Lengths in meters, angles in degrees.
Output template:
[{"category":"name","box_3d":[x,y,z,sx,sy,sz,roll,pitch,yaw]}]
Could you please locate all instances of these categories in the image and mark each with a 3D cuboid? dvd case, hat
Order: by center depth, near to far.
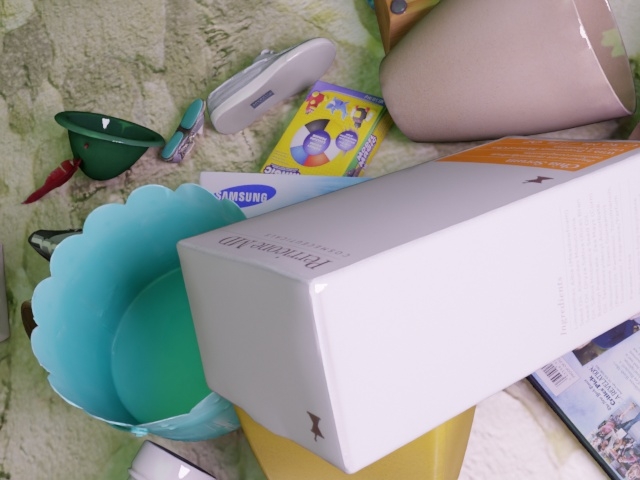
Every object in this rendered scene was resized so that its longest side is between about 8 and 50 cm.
[{"category":"dvd case","box_3d":[0.367,0.127,0.831,0.253,0.022,0.180,-39,65,4]},{"category":"hat","box_3d":[-0.363,-0.102,1.275,0.208,0.173,0.183,36,114,52]}]

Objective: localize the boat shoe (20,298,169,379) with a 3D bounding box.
[{"category":"boat shoe","box_3d":[-0.290,0.141,1.089,0.303,0.109,0.098,15,32,28]}]

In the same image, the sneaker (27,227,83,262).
[{"category":"sneaker","box_3d":[-0.324,-0.001,1.193,0.229,0.086,0.132,20,67,20]}]

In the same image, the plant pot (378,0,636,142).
[{"category":"plant pot","box_3d":[0.223,-0.231,1.005,0.274,0.256,0.256,-20,55,31]}]

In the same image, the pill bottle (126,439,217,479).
[{"category":"pill bottle","box_3d":[-0.221,0.359,0.911,0.131,0.131,0.229,20,72,30]}]

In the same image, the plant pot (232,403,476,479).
[{"category":"plant pot","box_3d":[0.056,0.199,0.822,0.212,0.187,0.212,0,19,23]}]

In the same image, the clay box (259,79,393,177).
[{"category":"clay box","box_3d":[-0.001,-0.118,1.130,0.128,0.053,0.222,21,72,29]}]

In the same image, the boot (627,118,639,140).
[{"category":"boot","box_3d":[0.454,-0.154,0.931,0.115,0.112,0.305,30,69,17]}]

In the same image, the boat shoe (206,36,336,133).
[{"category":"boat shoe","box_3d":[-0.085,-0.260,1.228,0.228,0.079,0.081,-33,60,7]}]

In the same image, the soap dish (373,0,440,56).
[{"category":"soap dish","box_3d":[0.209,-0.405,1.134,0.291,0.118,0.228,-15,70,14]}]

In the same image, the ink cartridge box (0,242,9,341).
[{"category":"ink cartridge box","box_3d":[-0.638,0.056,1.171,0.197,0.270,0.198,-25,56,7]}]

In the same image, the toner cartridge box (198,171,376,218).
[{"category":"toner cartridge box","box_3d":[0.000,0.000,1.018,0.348,0.075,0.165,4,87,25]}]

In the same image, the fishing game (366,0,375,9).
[{"category":"fishing game","box_3d":[0.158,-0.421,1.242,0.264,0.041,0.189,21,80,25]}]

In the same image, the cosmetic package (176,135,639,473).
[{"category":"cosmetic package","box_3d":[0.123,0.023,0.758,0.454,0.161,0.230,-20,19,-32]}]

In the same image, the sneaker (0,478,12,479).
[{"category":"sneaker","box_3d":[-0.397,0.391,0.967,0.091,0.126,0.240,-46,55,5]}]

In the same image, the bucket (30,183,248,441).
[{"category":"bucket","box_3d":[-0.168,0.095,0.900,0.281,0.183,0.281,-4,63,8]}]

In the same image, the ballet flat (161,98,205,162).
[{"category":"ballet flat","box_3d":[-0.212,-0.173,1.254,0.041,0.041,0.114,34,92,33]}]
